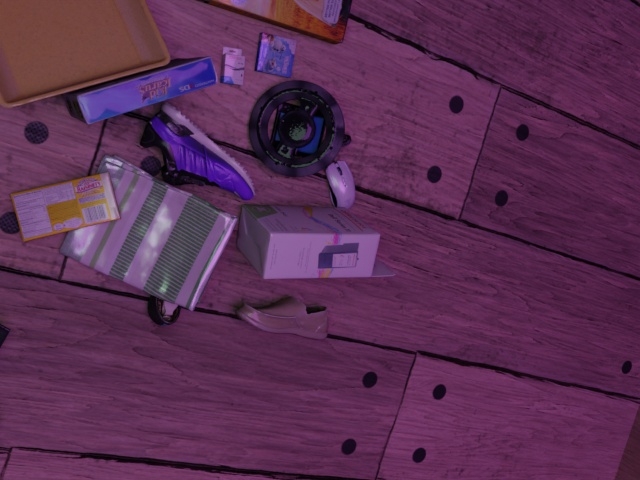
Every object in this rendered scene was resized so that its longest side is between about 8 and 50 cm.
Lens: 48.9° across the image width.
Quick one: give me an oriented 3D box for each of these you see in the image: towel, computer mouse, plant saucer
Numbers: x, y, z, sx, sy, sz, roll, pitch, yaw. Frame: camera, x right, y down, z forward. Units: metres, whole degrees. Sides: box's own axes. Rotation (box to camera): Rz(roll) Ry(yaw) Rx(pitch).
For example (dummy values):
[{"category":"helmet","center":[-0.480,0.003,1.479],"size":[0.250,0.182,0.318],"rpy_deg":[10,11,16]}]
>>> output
[{"category":"towel","center":[-0.375,-0.015,1.545],"size":[0.325,0.038,0.247],"rpy_deg":[25,89,-2]},{"category":"computer mouse","center":[0.052,-0.165,1.791],"size":[0.106,0.042,0.193],"rpy_deg":[-24,110,-21]},{"category":"plant saucer","center":[-0.511,-0.429,1.390],"size":[0.333,0.081,0.332],"rpy_deg":[-22,80,-20]}]

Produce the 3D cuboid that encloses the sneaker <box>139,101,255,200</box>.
[{"category":"sneaker","center":[-0.287,-0.167,1.604],"size":[0.293,0.102,0.146],"rpy_deg":[42,85,-21]}]

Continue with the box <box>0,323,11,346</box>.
[{"category":"box","center":[-0.752,0.228,1.432],"size":[0.147,0.078,0.180],"rpy_deg":[37,61,-27]}]

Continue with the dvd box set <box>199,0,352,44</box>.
[{"category":"dvd box set","center":[-0.107,-0.657,1.605],"size":[0.421,0.062,0.307],"rpy_deg":[11,95,-27]}]

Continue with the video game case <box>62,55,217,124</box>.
[{"category":"video game case","center":[-0.376,-0.312,1.442],"size":[0.270,0.244,0.061],"rpy_deg":[-23,112,-20]}]

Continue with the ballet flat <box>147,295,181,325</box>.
[{"category":"ballet flat","center":[-0.332,0.065,1.623],"size":[0.095,0.096,0.280],"rpy_deg":[5,98,-28]}]

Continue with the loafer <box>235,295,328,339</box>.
[{"category":"loafer","center":[-0.091,0.184,1.768],"size":[0.269,0.102,0.092],"rpy_deg":[15,92,-37]}]

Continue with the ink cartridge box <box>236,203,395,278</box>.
[{"category":"ink cartridge box","center":[0.000,0.000,1.700],"size":[0.354,0.207,0.119],"rpy_deg":[0,111,-26]}]

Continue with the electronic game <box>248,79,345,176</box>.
[{"category":"electronic game","center":[-0.056,-0.265,1.673],"size":[0.229,0.048,0.229],"rpy_deg":[0,93,3]}]

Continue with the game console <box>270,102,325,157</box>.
[{"category":"game console","center":[-0.054,-0.266,1.704],"size":[0.107,0.071,0.122],"rpy_deg":[10,95,-27]}]

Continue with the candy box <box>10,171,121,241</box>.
[{"category":"candy box","center":[-0.541,-0.072,1.499],"size":[0.206,0.027,0.105],"rpy_deg":[-14,90,-9]}]

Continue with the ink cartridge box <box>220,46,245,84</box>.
[{"category":"ink cartridge box","center":[-0.203,-0.404,1.628],"size":[0.048,0.028,0.083],"rpy_deg":[1,99,-26]}]

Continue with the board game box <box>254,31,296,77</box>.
[{"category":"board game box","center":[-0.107,-0.440,1.672],"size":[0.090,0.020,0.090],"rpy_deg":[5,98,-28]}]
